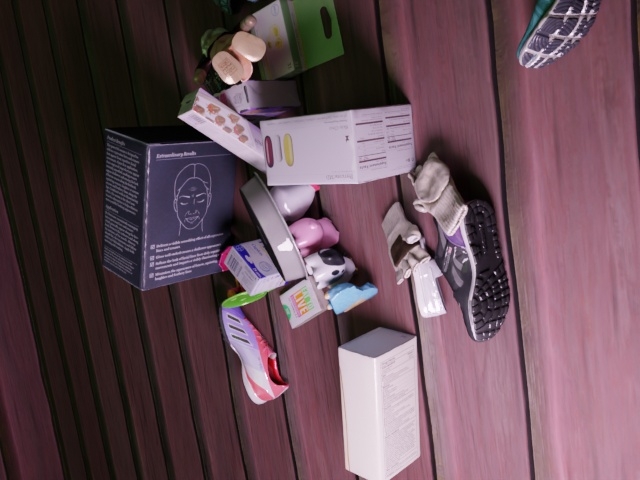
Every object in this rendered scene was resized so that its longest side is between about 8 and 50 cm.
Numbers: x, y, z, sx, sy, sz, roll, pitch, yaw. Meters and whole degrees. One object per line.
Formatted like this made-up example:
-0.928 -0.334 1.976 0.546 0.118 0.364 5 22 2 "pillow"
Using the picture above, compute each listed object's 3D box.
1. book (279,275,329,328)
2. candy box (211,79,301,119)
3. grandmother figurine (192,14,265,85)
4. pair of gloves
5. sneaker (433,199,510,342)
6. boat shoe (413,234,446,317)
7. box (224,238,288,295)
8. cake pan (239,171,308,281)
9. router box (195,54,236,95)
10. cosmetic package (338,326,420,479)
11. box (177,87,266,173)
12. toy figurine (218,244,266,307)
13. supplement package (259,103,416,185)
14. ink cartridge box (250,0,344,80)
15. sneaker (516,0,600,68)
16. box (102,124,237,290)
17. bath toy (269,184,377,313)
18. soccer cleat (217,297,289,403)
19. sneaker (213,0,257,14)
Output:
-0.044 0.161 1.676 0.144 0.035 0.096 -38 71 45 "book"
-0.177 -0.332 1.560 0.196 0.165 0.070 -8 95 45 "candy box"
-0.226 -0.448 1.525 0.104 0.208 0.342 53 -178 -27 "grandmother figurine"
0.198 -0.050 1.303 0.240 0.042 0.204 -58 31 37 "pair of gloves"
0.295 0.059 1.285 0.124 0.107 0.283 1 98 58 "sneaker"
0.233 0.072 1.362 0.063 0.066 0.184 -9 84 18 "boat shoe"
-0.157 0.065 1.677 0.126 0.137 0.072 48 129 23 "box"
-0.118 -0.024 1.546 0.293 0.054 0.293 61 171 16 "cake pan"
-0.278 -0.446 1.713 0.122 0.038 0.092 57 134 15 "router box"
0.139 0.375 1.469 0.113 0.160 0.309 7 106 43 "cosmetic package"
-0.183 -0.240 1.502 0.067 0.324 0.063 -8 60 47 "box"
-0.216 0.083 1.774 0.173 0.130 0.159 -26 73 23 "toy figurine"
0.036 -0.203 1.365 0.262 0.204 0.145 3 104 43 "supplement package"
-0.062 -0.478 1.487 0.235 0.056 0.171 -9 95 47 "ink cartridge box"
0.400 -0.417 1.046 0.110 0.107 0.275 52 130 46 "sneaker"
-0.414 -0.103 1.753 0.212 0.294 0.395 23 114 38 "box"
0.000 0.000 1.519 0.348 0.129 0.151 60 172 20 "bath toy"
-0.191 0.301 1.821 0.116 0.109 0.318 -27 79 22 "soccer cleat"
-0.170 -0.641 1.531 0.262 0.104 0.125 -28 100 49 "sneaker"
